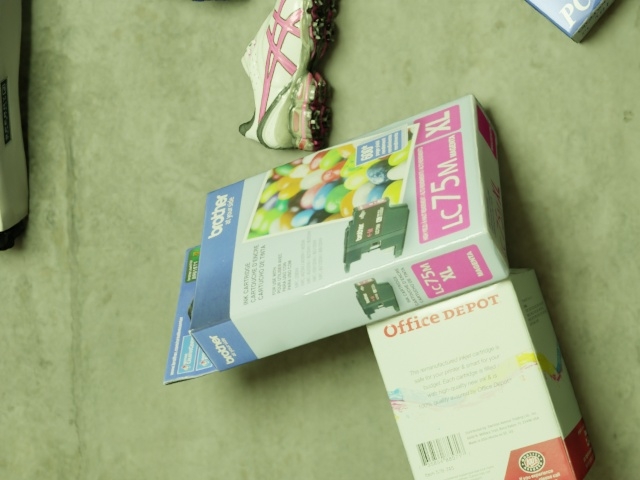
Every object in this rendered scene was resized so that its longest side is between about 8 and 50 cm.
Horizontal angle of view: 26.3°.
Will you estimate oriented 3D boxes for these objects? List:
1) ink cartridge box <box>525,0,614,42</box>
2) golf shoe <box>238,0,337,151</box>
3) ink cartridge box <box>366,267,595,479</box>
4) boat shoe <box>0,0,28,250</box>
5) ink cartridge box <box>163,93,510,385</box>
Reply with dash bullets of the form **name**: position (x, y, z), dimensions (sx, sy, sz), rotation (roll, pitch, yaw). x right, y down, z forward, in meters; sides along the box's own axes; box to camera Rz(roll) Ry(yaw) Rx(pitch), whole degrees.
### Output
- **ink cartridge box**: position (0.241, -0.274, 1.126), dimensions (0.097, 0.046, 0.207), rotation (42, 103, 14)
- **golf shoe**: position (-0.033, -0.173, 1.207), dimensions (0.086, 0.067, 0.186), rotation (7, 94, 19)
- **ink cartridge box**: position (0.134, 0.122, 1.128), dimensions (0.128, 0.127, 0.176), rotation (-18, 86, 18)
- **boat shoe**: position (-0.363, -0.157, 1.253), dimensions (0.158, 0.127, 0.341), rotation (2, 103, 5)
- **ink cartridge box**: position (0.000, 0.000, 1.148), dimensions (0.311, 0.186, 0.065), rotation (-21, 127, 19)
